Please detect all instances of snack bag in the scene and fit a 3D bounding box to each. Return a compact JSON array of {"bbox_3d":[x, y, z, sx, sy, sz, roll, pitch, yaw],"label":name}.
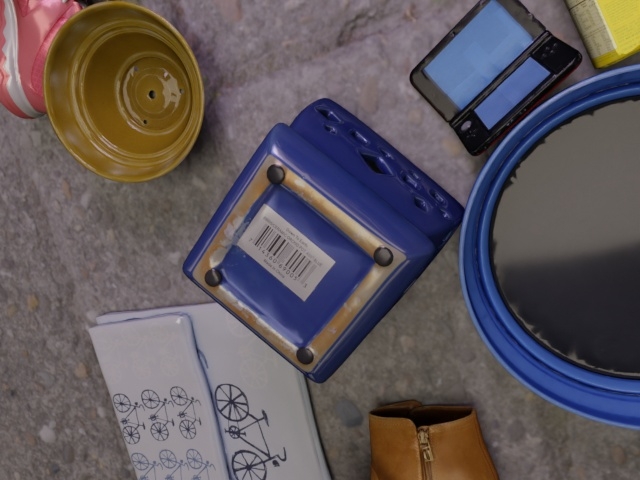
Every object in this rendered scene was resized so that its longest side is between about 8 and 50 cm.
[{"bbox_3d":[-0.165,0.249,0.864,0.342,0.037,0.323,-9,100,19],"label":"snack bag"}]

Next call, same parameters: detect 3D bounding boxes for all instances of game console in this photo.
[{"bbox_3d":[0.181,-0.184,0.624,0.085,0.124,0.144,36,114,-22],"label":"game console"}]

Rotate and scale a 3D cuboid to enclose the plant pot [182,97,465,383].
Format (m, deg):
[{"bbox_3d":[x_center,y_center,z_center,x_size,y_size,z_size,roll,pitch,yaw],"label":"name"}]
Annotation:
[{"bbox_3d":[0.000,0.000,0.656,0.236,0.212,0.236,39,112,5],"label":"plant pot"}]

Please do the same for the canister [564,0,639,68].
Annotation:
[{"bbox_3d":[0.296,-0.273,0.569,0.126,0.073,0.170,-25,96,22],"label":"canister"}]

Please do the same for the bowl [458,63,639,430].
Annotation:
[{"bbox_3d":[0.350,0.011,0.618,0.391,0.077,0.391,4,105,17],"label":"bowl"}]

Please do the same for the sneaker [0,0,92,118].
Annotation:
[{"bbox_3d":[-0.354,-0.319,0.762,0.136,0.116,0.314,5,111,6],"label":"sneaker"}]

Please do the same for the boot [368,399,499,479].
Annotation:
[{"bbox_3d":[0.089,0.331,0.777,0.295,0.104,0.211,-17,92,16],"label":"boot"}]

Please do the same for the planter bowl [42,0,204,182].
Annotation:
[{"bbox_3d":[-0.235,-0.188,0.747,0.217,0.090,0.217,3,105,12],"label":"planter bowl"}]
